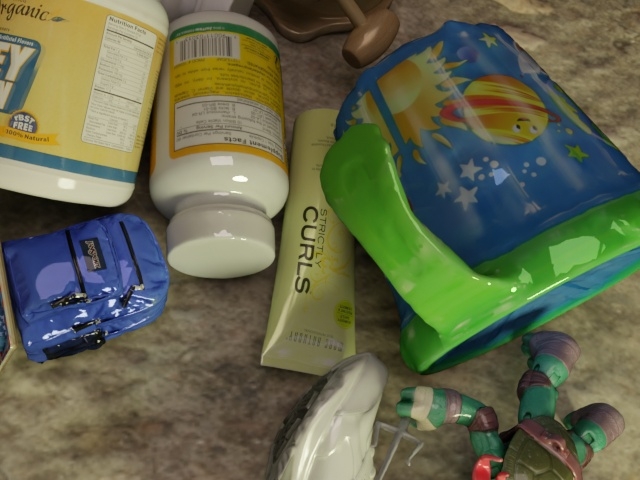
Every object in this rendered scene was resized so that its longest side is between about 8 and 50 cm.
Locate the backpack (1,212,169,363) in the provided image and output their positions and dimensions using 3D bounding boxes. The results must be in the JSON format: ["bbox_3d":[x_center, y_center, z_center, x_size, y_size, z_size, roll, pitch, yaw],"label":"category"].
[{"bbox_3d":[-0.178,0.033,0.583,0.120,0.101,0.097,-15,77,-21],"label":"backpack"}]

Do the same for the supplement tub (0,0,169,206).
[{"bbox_3d":[-0.202,-0.136,0.590,0.145,0.144,0.199,12,93,-6],"label":"supplement tub"}]

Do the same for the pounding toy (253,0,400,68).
[{"bbox_3d":[0.005,-0.304,0.739,0.154,0.155,0.269,-39,79,-19],"label":"pounding toy"}]

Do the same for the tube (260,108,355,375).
[{"bbox_3d":[0.000,0.000,0.658,0.070,0.062,0.240,0,67,10],"label":"tube"}]

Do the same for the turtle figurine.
[{"bbox_3d":[0.144,0.173,0.565,0.234,0.118,0.175,-33,110,-40],"label":"turtle figurine"}]

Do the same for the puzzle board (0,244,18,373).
[{"bbox_3d":[-0.254,0.037,0.566,0.011,0.096,0.128,-3,65,-36],"label":"puzzle board"}]

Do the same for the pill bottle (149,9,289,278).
[{"bbox_3d":[-0.087,-0.079,0.641,0.118,0.117,0.208,0,66,-12],"label":"pill bottle"}]

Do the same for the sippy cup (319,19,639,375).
[{"bbox_3d":[0.128,-0.043,0.603,0.240,0.305,0.224,-28,73,-1],"label":"sippy cup"}]

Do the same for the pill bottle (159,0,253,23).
[{"bbox_3d":[-0.159,-0.260,0.710,0.187,0.112,0.112,26,64,0],"label":"pill bottle"}]

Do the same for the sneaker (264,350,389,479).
[{"bbox_3d":[0.008,0.199,0.565,0.115,0.090,0.232,30,73,-5],"label":"sneaker"}]
